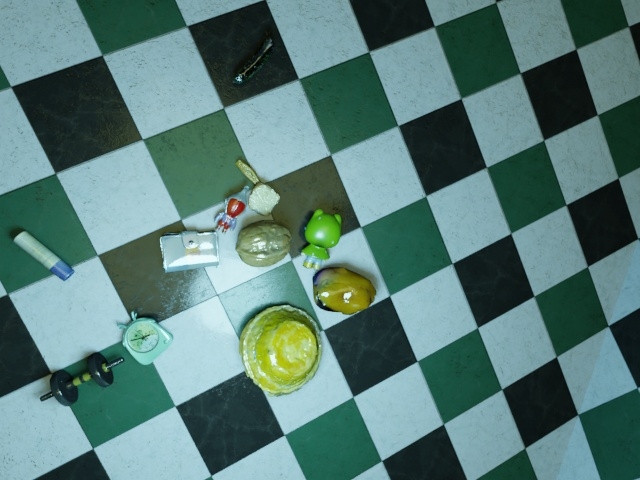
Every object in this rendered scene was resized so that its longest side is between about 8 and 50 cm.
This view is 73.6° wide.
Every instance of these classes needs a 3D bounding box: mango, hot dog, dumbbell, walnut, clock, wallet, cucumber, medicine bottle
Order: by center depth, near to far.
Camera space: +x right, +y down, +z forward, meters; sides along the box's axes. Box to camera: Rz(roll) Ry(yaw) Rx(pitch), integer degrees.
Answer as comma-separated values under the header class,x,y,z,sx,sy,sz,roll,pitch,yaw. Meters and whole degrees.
class,x,y,z,sx,sy,sz,roll,pitch,yaw
medicine bottle,-1.062,0.062,1.649,0.231,0.059,0.059,44,83,-11
dumbbell,-0.922,0.537,1.660,0.325,0.143,0.143,-26,98,-11
clock,-0.719,0.385,1.740,0.159,0.066,0.211,-41,100,-8
wallet,-0.537,0.040,1.767,0.230,0.069,0.170,-5,98,-19
walnut,-0.235,0.014,1.774,0.244,0.198,0.198,-11,95,-22
cucumber,-0.276,-0.743,1.794,0.067,0.067,0.245,38,86,-12
hot dog,-0.302,-0.288,1.824,0.044,0.028,0.137,-42,99,18
mango,0.101,0.220,1.874,0.287,0.153,0.202,17,104,-14

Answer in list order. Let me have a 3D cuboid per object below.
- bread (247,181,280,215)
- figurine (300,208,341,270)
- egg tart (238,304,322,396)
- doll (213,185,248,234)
class,x,y,z,sx,sy,sz,roll,pitch,yaw
bread,-0.248,-0.174,1.834,0.126,0.044,0.129,32,85,-24
figurine,0.000,0.000,1.858,0.162,0.143,0.264,16,99,-7
egg tart,-0.144,0.457,1.789,0.387,0.169,0.388,7,74,-27
doll,-0.364,-0.131,1.793,0.102,0.075,0.228,27,96,-27
